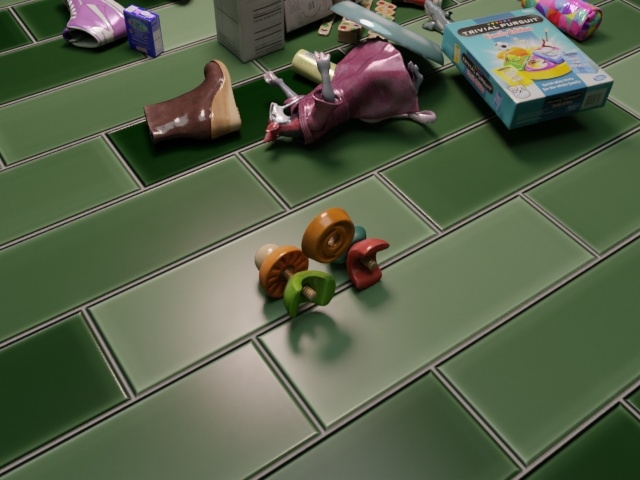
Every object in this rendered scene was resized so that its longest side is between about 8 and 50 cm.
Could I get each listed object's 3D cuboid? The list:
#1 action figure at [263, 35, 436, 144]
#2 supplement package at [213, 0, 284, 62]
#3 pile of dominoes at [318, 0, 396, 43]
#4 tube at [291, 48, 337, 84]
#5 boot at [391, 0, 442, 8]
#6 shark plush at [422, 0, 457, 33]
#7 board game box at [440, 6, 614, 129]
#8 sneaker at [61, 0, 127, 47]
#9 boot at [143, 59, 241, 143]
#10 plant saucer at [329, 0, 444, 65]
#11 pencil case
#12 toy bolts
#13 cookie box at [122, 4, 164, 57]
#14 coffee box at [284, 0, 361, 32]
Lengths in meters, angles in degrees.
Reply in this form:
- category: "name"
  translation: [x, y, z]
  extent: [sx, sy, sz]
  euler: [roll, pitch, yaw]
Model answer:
- category: "action figure"
  translation: [0.031, -0.310, 1.533]
  extent: [0.370, 0.275, 0.248]
  euler: [-34, 21, -9]
- category: "supplement package"
  translation: [-0.184, -0.607, 1.706]
  extent: [0.134, 0.244, 0.139]
  euler: [-29, 56, -24]
- category: "pile of dominoes"
  translation: [0.110, -0.637, 1.883]
  extent: [0.196, 0.040, 0.251]
  euler: [10, 49, 7]
- category: "tube"
  translation: [0.041, -0.398, 1.659]
  extent: [0.240, 0.070, 0.062]
  euler: [29, 15, 16]
- category: "boot"
  translation: [0.287, -0.785, 1.996]
  extent: [0.176, 0.088, 0.244]
  euler: [9, 52, 8]
- category: "shark plush"
  translation: [0.345, -0.603, 1.843]
  extent: [0.073, 0.067, 0.161]
  euler: [-25, 53, -23]
- category: "board game box"
  translation: [0.478, -0.419, 1.586]
  extent: [0.254, 0.079, 0.336]
  euler: [-15, 51, -14]
- category: "sneaker"
  translation: [-0.649, -0.607, 1.787]
  extent: [0.282, 0.102, 0.161]
  euler: [33, 58, 25]
- category: "boot"
  translation: [-0.307, -0.328, 1.553]
  extent: [0.207, 0.090, 0.248]
  euler: [-10, 53, -14]
- category: "plant saucer"
  translation: [0.173, -0.521, 1.661]
  extent: [0.318, 0.043, 0.317]
  euler: [24, 19, -9]
- category: "pencil case"
  translation: [0.674, -0.656, 1.885]
  extent: [0.104, 0.104, 0.236]
  euler: [-29, 56, -25]
- category: "toy bolts"
  translation: [0.000, 0.000, 1.216]
  extent: [0.229, 0.218, 0.158]
  euler: [-14, 41, -38]
- category: "cookie box"
  translation: [-0.456, -0.540, 1.727]
  extent: [0.092, 0.107, 0.040]
  euler: [26, 51, 18]
- category: "coffee box"
  translation: [-0.033, -0.703, 1.864]
  extent: [0.297, 0.118, 0.168]
  euler: [-32, 48, -26]
